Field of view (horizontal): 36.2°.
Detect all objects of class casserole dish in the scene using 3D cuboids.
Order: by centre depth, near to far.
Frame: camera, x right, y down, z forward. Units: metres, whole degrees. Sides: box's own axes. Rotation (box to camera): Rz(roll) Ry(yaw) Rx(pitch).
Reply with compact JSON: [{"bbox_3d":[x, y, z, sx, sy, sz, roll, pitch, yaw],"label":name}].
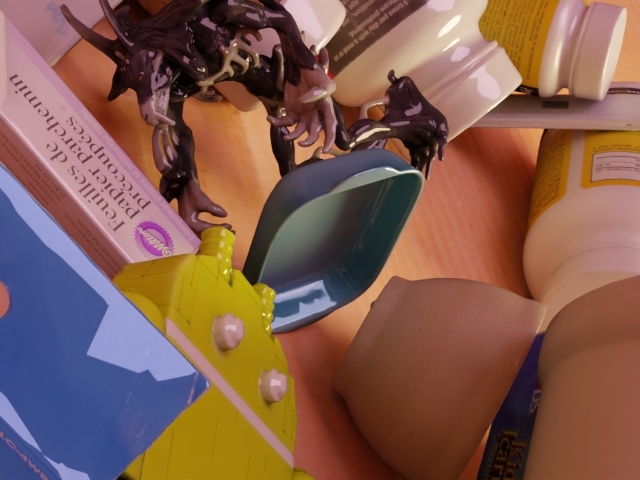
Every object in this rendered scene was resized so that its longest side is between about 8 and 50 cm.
[{"bbox_3d":[0.000,0.000,0.661,0.114,0.188,0.037,-18,61,-26],"label":"casserole dish"}]

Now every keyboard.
[{"bbox_3d":[0.251,-0.139,1.046,0.072,0.256,0.014,-67,156,-56],"label":"keyboard"}]

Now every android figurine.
[{"bbox_3d":[-0.062,0.120,0.518,0.248,0.056,0.272,59,28,-45],"label":"android figurine"}]

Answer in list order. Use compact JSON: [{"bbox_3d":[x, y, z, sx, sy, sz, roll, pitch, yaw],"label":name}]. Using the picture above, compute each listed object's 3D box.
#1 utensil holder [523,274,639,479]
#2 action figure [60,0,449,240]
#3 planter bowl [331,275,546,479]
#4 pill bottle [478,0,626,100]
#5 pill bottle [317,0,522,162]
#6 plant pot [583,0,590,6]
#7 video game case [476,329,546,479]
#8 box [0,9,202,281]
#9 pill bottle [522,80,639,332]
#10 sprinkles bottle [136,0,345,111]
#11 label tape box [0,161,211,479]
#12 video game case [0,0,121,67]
[{"bbox_3d":[0.245,0.254,0.525,0.328,0.328,0.385,33,63,-29],"label":"utensil holder"},{"bbox_3d":[-0.043,-0.085,0.673,0.276,0.164,0.140,17,53,-32],"label":"action figure"},{"bbox_3d":[0.076,0.092,0.710,0.109,0.162,0.162,29,34,10],"label":"planter bowl"},{"bbox_3d":[0.211,-0.220,1.049,0.209,0.119,0.119,17,29,20],"label":"pill bottle"},{"bbox_3d":[0.040,-0.235,0.896,0.318,0.176,0.176,53,35,-4],"label":"pill bottle"},{"bbox_3d":[0.334,-0.307,1.397,0.081,0.081,0.083,44,47,-17],"label":"plant pot"},{"bbox_3d":[0.220,0.245,0.761,0.244,0.061,0.269,40,53,-22],"label":"video game case"},{"bbox_3d":[-0.206,-0.091,0.581,0.324,0.067,0.063,49,35,-8],"label":"box"},{"bbox_3d":[0.313,-0.014,1.032,0.188,0.188,0.334,44,37,-16],"label":"pill bottle"},{"bbox_3d":[-0.140,-0.262,0.750,0.355,0.121,0.121,45,36,-15],"label":"sprinkles bottle"},{"bbox_3d":[-0.214,0.072,0.277,0.249,0.115,0.348,49,64,-8],"label":"label tape box"},{"bbox_3d":[-0.193,-0.220,0.663,0.157,0.019,0.143,45,79,-15],"label":"video game case"}]
